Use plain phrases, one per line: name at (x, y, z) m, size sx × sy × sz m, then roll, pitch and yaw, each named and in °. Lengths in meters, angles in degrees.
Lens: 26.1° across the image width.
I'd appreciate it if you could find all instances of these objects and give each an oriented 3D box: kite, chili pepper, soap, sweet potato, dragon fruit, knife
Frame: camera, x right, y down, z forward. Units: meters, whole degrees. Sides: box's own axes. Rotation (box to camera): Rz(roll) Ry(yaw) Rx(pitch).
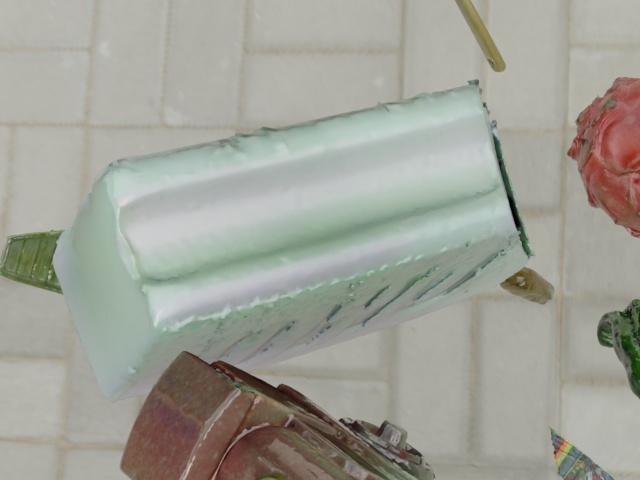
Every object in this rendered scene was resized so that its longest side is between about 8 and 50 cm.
kite at (0.247, 0.241, 1.338) m, size 0.090 × 0.004 × 0.122 m, roll 2°, pitch 80°, yaw -5°
chili pepper at (0.298, 0.104, 1.291) m, size 0.050 × 0.182 × 0.073 m, roll -23°, pitch 116°, yaw 3°
soap at (0.000, 0.000, 1.222) m, size 0.446 × 0.261 × 0.156 m, roll -16°, pitch 74°, yaw -29°
sweet potato at (0.254, 0.055, 1.664) m, size 0.038 × 0.153 × 0.041 m, roll -34°, pitch 64°, yaw 23°
dragon fruit at (0.371, -0.093, 1.524) m, size 0.172 × 0.172 × 0.209 m, roll -43°, pitch 76°, yaw 1°
knife at (0.162, -0.332, 1.745) m, size 0.017 × 0.298 × 0.047 m, roll -38°, pitch 32°, yaw -6°

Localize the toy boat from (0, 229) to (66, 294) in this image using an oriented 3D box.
toy boat at (-0.237, 0.033, 1.618) m, size 0.293 × 0.055 × 0.093 m, roll 12°, pitch 102°, yaw -29°

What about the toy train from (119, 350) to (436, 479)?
toy train at (0.018, 0.195, 0.931) m, size 0.304 × 0.221 × 0.150 m, roll 28°, pitch 88°, yaw 50°
